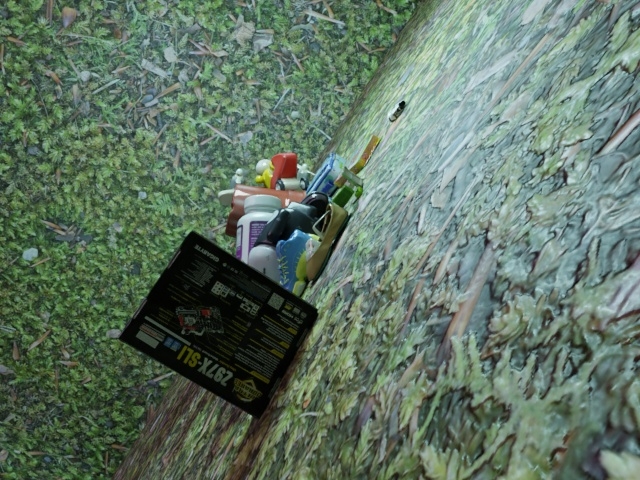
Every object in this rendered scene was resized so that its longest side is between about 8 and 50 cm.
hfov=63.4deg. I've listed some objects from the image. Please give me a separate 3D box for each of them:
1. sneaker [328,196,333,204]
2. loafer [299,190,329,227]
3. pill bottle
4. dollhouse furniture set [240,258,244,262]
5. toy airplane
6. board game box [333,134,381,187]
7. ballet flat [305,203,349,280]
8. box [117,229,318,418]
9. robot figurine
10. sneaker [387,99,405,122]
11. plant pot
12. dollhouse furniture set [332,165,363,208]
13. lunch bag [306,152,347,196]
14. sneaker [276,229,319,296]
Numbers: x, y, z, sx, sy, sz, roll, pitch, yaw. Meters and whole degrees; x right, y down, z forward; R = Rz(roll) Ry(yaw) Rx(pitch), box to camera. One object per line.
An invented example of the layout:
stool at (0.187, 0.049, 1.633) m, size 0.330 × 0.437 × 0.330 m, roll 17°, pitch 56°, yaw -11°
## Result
sneaker at (-0.006, -0.094, 1.811) m, size 0.135 × 0.052 × 0.058 m, roll -50°, pitch 16°, yaw 40°
loafer at (-0.052, -0.029, 1.738) m, size 0.095 × 0.109 × 0.302 m, roll -96°, pitch 30°, yaw -46°
pill bottle at (-0.193, 0.010, 1.714) m, size 0.169 × 0.170 × 0.301 m, roll 144°, pitch 129°, yaw -66°
dollhouse furniture set at (-0.252, 0.253, 1.403) m, size 0.287 × 0.198 × 0.303 m, roll -27°, pitch 36°, yaw 2°
toy airplane at (-0.210, -0.228, 2.281) m, size 0.385 × 0.272 × 0.386 m, roll -31°, pitch -24°, yaw 11°
board game box at (0.126, -0.276, 1.802) m, size 0.124 × 0.039 × 0.259 m, roll -61°, pitch 13°, yaw -19°
ballet flat at (0.000, 0.000, 1.379) m, size 0.080 × 0.073 × 0.232 m, roll -39°, pitch 20°, yaw 59°
box at (-0.202, 0.171, 1.069) m, size 0.257 × 0.322 × 0.079 m, roll -60°, pitch 11°, yaw -16°
robot figurine at (-0.099, 0.015, 1.561) m, size 0.174 × 0.209 × 0.278 m, roll -15°, pitch 39°, yaw 51°
sneaker at (0.243, -0.415, 1.657) m, size 0.083 × 0.032 × 0.037 m, roll -59°, pitch 9°, yaw -11°
plant pot at (-0.217, -0.092, 1.990) m, size 0.272 × 0.265 × 0.272 m, roll -167°, pitch 90°, yaw -79°
dollhouse furniture set at (0.076, -0.149, 1.483) m, size 0.058 × 0.076 × 0.151 m, roll -52°, pitch 11°, yaw 27°
lunch bag at (0.018, -0.225, 2.023) m, size 0.219 × 0.090 × 0.176 m, roll -52°, pitch 13°, yaw 35°
sneaker at (-0.088, 0.075, 1.418) m, size 0.240 × 0.126 × 0.091 m, roll -60°, pitch 9°, yaw -22°
